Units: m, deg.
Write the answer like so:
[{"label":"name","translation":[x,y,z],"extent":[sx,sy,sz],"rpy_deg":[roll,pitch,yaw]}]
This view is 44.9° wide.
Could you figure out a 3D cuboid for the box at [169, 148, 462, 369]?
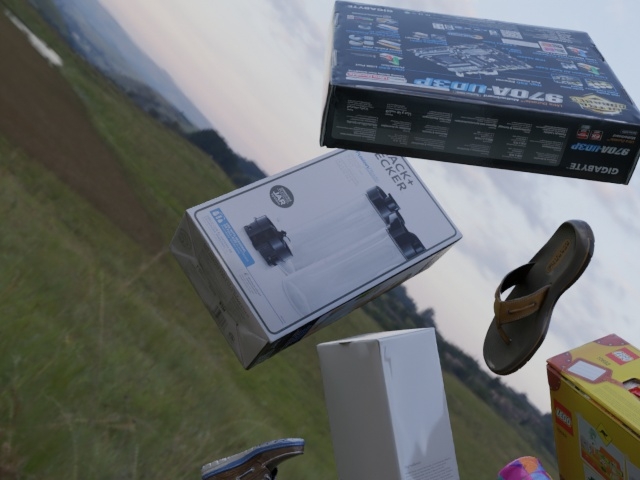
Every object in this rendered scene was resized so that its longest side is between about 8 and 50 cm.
[{"label":"box","translation":[0.000,0.000,0.873],"extent":[0.169,0.290,0.087],"rpy_deg":[57,-34,14]}]

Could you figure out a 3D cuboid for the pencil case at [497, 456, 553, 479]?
[{"label":"pencil case","translation":[0.403,0.496,1.356],"extent":[0.104,0.104,0.236],"rpy_deg":[47,9,-43]}]

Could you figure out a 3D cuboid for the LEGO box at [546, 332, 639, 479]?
[{"label":"LEGO box","translation":[0.691,0.474,1.567],"extent":[0.500,0.193,0.372],"rpy_deg":[-135,-151,-64]}]

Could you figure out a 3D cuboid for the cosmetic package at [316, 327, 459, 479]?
[{"label":"cosmetic package","translation":[0.129,0.358,1.463],"extent":[0.197,0.155,0.366],"rpy_deg":[-12,-96,53]}]

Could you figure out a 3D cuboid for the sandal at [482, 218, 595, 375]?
[{"label":"sandal","translation":[0.252,0.066,0.945],"extent":[0.060,0.219,0.090],"rpy_deg":[16,29,-22]}]

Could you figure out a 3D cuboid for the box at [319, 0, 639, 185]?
[{"label":"box","translation":[0.113,-0.119,0.589],"extent":[0.175,0.220,0.051],"rpy_deg":[-88,-175,-54]}]

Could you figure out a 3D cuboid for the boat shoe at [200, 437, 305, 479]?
[{"label":"boat shoe","translation":[-0.101,0.367,1.233],"extent":[0.066,0.183,0.066],"rpy_deg":[31,38,-62]}]
